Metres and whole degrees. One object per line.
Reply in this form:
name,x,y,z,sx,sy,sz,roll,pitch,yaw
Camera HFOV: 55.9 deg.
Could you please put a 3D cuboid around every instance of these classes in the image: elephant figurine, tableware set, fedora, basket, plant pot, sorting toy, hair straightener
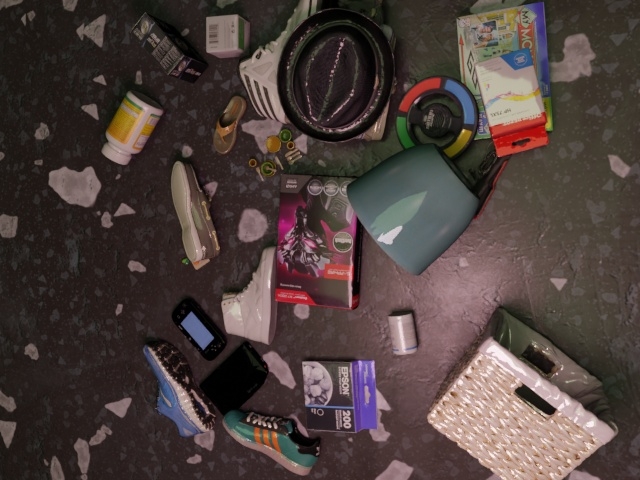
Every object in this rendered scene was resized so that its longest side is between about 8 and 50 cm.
elephant figurine,0.112,-0.667,1.584,0.239,0.170,0.186,-56,48,29
tableware set,-0.137,-0.250,1.753,0.154,0.024,0.103,-29,85,18
fedora,0.029,-0.399,1.489,0.335,0.152,0.333,2,108,7
basket,0.473,0.383,1.445,0.328,0.331,0.266,38,106,12
plant pot,0.246,-0.100,1.495,0.235,0.293,0.293,-40,82,19
sorting toy,-0.388,0.058,1.863,0.083,0.012,0.062,-34,84,17
hair straightener,0.425,-0.168,1.545,0.089,0.047,0.230,23,106,-31

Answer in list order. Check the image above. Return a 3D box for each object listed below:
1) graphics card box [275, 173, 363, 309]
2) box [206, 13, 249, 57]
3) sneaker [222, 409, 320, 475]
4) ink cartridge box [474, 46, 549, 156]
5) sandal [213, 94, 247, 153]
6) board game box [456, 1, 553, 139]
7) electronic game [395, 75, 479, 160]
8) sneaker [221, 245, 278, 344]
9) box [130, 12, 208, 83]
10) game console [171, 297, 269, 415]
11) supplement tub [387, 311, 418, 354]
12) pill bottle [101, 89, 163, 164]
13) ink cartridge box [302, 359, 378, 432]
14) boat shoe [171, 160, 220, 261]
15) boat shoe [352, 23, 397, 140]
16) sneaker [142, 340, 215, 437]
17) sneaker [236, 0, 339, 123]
graphics card box,0.000,0.000,1.692,0.233,0.094,0.370,6,95,18
box,-0.265,-0.586,1.736,0.102,0.087,0.101,2,95,17
sneaker,-0.138,0.561,1.777,0.302,0.108,0.121,27,101,6
ink cartridge box,0.469,-0.334,1.473,0.134,0.078,0.230,-14,88,16
sandal,-0.274,-0.344,1.777,0.072,0.049,0.180,27,102,14
board game box,0.467,-0.423,1.535,0.214,0.046,0.316,-5,93,19
electronic game,0.300,-0.312,1.570,0.230,0.048,0.229,4,98,34
sneaker,-0.210,0.150,1.763,0.169,0.108,0.292,9,98,14
box,-0.439,-0.559,1.763,0.077,0.147,0.180,-44,80,16
game console,-0.331,0.343,1.850,0.213,0.044,0.361,-45,80,15
supplement tub,0.225,0.253,1.650,0.071,0.071,0.107,-7,92,18
pill bottle,-0.580,-0.340,1.841,0.118,0.118,0.208,37,104,12
ink cartridge box,0.056,0.446,1.733,0.209,0.045,0.206,-3,93,17
boat shoe,-0.373,-0.090,1.807,0.109,0.091,0.304,-15,87,55
boat shoe,0.154,-0.415,1.612,0.094,0.109,0.302,11,109,-12
sneaker,-0.466,0.464,1.858,0.147,0.130,0.329,-32,84,15
sneaker,-0.105,-0.545,1.644,0.258,0.169,0.446,11,100,15
